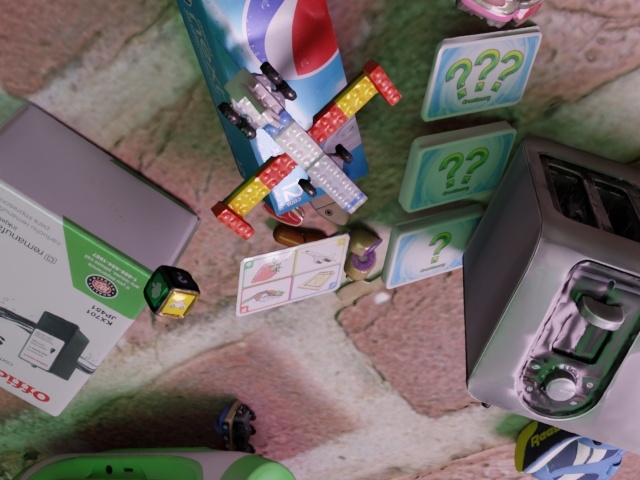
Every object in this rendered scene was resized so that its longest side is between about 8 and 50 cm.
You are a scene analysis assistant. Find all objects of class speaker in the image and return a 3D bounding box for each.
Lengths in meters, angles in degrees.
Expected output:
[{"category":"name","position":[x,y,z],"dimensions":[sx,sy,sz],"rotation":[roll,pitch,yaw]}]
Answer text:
[{"category":"speaker","position":[-0.166,0.263,0.720],"dimensions":[0.297,0.131,0.131],"rotation":[-10,125,30]}]

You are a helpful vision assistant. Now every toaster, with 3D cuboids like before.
[{"category":"toaster","position":[0.179,0.031,0.459],"dimensions":[0.168,0.185,0.110],"rotation":[20,119,-1]}]

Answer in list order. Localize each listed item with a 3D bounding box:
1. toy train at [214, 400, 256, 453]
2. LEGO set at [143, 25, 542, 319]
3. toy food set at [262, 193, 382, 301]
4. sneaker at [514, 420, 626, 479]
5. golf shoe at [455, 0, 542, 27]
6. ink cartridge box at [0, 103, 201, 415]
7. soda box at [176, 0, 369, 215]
[{"category":"toy train","position":[-0.084,0.210,0.746],"dimensions":[0.036,0.027,0.158],"rotation":[17,130,13]},{"category":"LEGO set","position":[0.022,-0.020,0.440],"dimensions":[0.244,0.060,0.182],"rotation":[-13,134,-27]},{"category":"toy food set","position":[0.000,0.000,0.566],"dimensions":[0.078,0.019,0.122],"rotation":[-28,117,29]},{"category":"sneaker","position":[0.223,0.158,0.620],"dimensions":[0.059,0.053,0.144],"rotation":[32,136,-12]},{"category":"golf shoe","position":[0.039,-0.170,0.328],"dimensions":[0.186,0.067,0.086],"rotation":[23,147,-15]},{"category":"ink cartridge box","position":[-0.213,0.026,0.591],"dimensions":[0.153,0.086,0.208],"rotation":[33,128,-13]},{"category":"soda box","position":[-0.037,-0.124,0.432],"dimensions":[0.067,0.071,0.210],"rotation":[-26,125,-12]}]
